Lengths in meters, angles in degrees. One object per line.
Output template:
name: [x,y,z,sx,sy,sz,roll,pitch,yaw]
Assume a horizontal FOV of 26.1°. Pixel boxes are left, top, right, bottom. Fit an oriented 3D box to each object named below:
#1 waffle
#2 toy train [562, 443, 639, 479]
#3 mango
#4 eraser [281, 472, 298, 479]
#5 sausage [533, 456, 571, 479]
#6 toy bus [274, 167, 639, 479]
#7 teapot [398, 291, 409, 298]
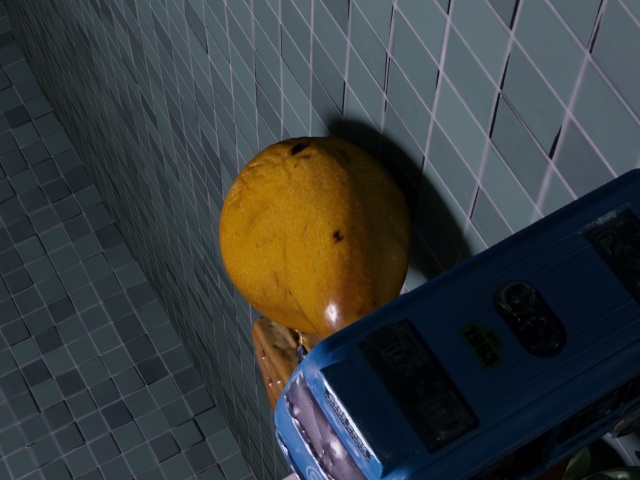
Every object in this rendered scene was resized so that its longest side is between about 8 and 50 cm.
waffle: [0.011,0.244,1.786,0.224,0.098,0.327,56,165,36]
toy train: [0.161,0.243,0.986,0.159,0.188,0.272,66,165,-16]
mango: [0.005,0.001,1.213,0.295,0.120,0.177,34,106,58]
eraser: [0.000,0.323,1.553,0.130,0.287,0.086,53,167,37]
sausage: [0.089,0.125,0.915,0.141,0.268,0.153,-19,112,38]
toy bus: [0.101,0.068,0.754,0.113,0.246,0.134,56,163,22]
teapot: [0.083,0.136,1.188,0.232,0.159,0.159,-69,-41,-66]
